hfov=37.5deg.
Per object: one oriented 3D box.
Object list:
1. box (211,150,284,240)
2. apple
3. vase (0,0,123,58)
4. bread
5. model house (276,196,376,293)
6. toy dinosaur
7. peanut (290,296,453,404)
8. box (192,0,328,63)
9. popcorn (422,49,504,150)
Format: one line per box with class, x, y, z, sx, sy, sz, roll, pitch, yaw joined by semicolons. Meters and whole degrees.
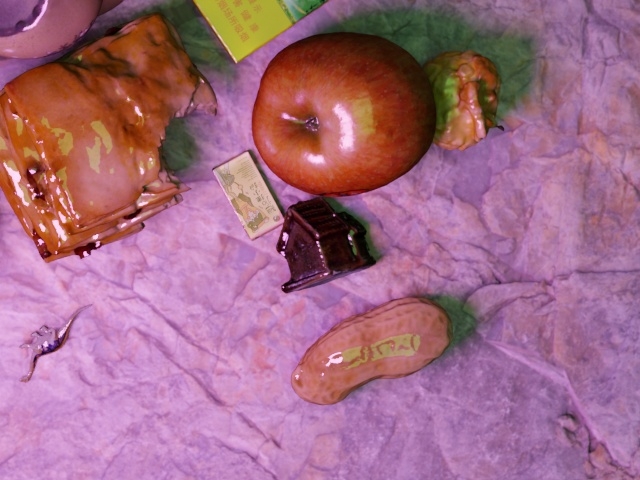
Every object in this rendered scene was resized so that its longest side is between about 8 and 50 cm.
box;-0.126;-0.078;1.670;0.073;0.020;0.149;-30;102;-4
apple;0.031;-0.203;1.543;0.309;0.250;0.277;-25;102;13
vase;-0.474;-0.395;1.463;0.329;0.302;0.240;-21;106;15
bread;-0.335;-0.166;1.490;0.370;0.191;0.314;-28;95;-13
model house;0.005;-0.001;1.672;0.165;0.106;0.152;-15;89;-42
toy dinosaur;-0.476;0.171;1.648;0.180;0.037;0.058;-44;125;7
peanut;0.089;0.198;1.684;0.306;0.147;0.146;-20;101;-6
box;-0.059;-0.471;1.610;0.335;0.047;0.187;-35;101;-3
popcorn;0.240;-0.240;1.625;0.170;0.180;0.179;14;96;9
